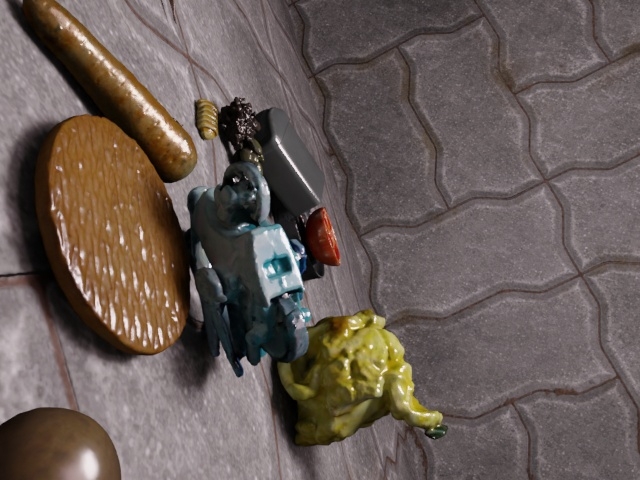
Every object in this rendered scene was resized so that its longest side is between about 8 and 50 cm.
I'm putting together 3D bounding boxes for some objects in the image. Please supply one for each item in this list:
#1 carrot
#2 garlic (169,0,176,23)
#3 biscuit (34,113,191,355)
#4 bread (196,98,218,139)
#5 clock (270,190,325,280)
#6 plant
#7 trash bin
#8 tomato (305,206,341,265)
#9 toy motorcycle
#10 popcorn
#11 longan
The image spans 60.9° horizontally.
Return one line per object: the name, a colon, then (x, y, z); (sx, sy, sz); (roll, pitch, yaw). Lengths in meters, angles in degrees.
carrot: (-0.242, -0.179, 0.626); (0.298, 0.078, 0.078); (56, 19, -48)
garlic: (-0.284, -0.495, 0.935); (0.198, 0.091, 0.128); (70, 22, -61)
biscuit: (-0.210, -0.006, 0.576); (0.262, 0.037, 0.261); (-17, 90, -80)
bread: (-0.206, -0.223, 1.000); (0.049, 0.034, 0.087); (53, 22, -48)
clock: (-0.058, -0.027, 1.450); (0.280, 0.056, 0.280); (-17, 90, -81)
plant: (-0.158, -0.206, 1.120); (0.087, 0.085, 0.174); (-163, -123, -68)
trash bin: (-0.088, -0.193, 1.281); (0.236, 0.101, 0.176); (53, 20, -24)
tomato: (0.000, 0.000, 1.352); (0.155, 0.069, 0.155); (-18, 90, -84)
toy motorcycle: (-0.104, 0.038, 0.712); (0.154, 0.206, 0.260); (-18, 94, -37)
popcorn: (0.048, 0.256, 1.020); (0.293, 0.293, 0.236); (-2, 82, -80)
longan: (-0.173, 0.160, 0.341); (0.113, 0.092, 0.113); (174, -90, -77)
